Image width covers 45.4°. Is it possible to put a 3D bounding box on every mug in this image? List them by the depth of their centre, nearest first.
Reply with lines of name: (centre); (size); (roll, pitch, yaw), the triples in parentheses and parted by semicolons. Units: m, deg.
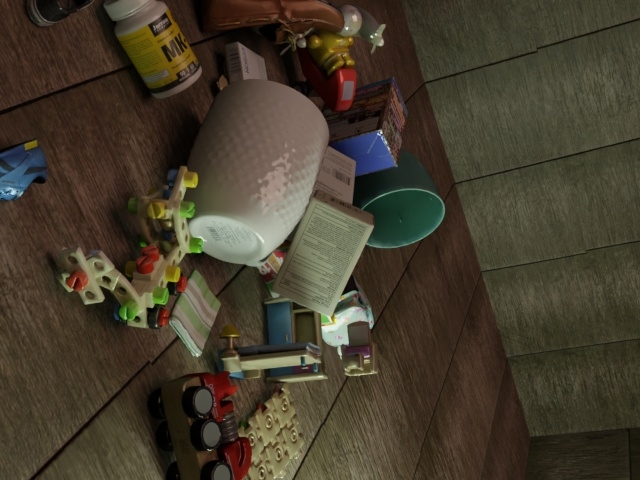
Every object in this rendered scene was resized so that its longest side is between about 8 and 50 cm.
mug: (-0.145, -0.100, 1.659); (0.374, 0.276, 0.328); (80, 22, -53)

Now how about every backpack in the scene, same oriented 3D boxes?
backpack: (0.055, 0.194, 2.022); (0.188, 0.165, 0.144); (54, 11, -50)

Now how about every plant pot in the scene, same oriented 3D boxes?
plant pot: (0.226, -0.157, 2.445); (0.293, 0.293, 0.235); (45, 27, -50)

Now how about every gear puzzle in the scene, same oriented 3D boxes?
gear puzzle: (-0.139, 0.457, 1.658); (0.339, 0.044, 0.175); (-35, 112, -61)

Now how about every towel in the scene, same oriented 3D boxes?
towel: (-0.253, 0.147, 1.570); (0.113, 0.023, 0.152); (62, 29, -32)

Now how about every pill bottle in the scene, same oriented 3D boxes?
pill bottle: (-0.336, -0.401, 1.532); (0.208, 0.119, 0.119); (61, 29, -31)

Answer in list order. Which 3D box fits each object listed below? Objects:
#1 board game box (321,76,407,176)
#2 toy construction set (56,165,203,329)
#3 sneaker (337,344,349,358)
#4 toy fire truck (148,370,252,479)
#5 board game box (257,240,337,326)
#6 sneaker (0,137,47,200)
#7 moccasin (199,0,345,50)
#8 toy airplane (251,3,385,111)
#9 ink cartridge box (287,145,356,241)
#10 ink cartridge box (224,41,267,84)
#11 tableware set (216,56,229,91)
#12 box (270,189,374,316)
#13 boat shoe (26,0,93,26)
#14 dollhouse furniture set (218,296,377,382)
board game box: (0.124, -0.341, 2.354); (0.141, 0.232, 0.291); (61, 30, -34)
toy construction set: (-0.311, 0.025, 1.349); (0.328, 0.151, 0.215); (-49, 148, -51)
sneaker: (0.073, 0.259, 2.158); (0.170, 0.071, 0.068); (67, 27, -21)
toy fire truck: (-0.201, 0.349, 1.476); (0.246, 0.158, 0.217); (-17, 94, -55)
board game box: (-0.061, 0.120, 1.871); (0.259, 0.124, 0.039); (63, 30, -28)
sneaker: (-0.481, -0.090, 1.138); (0.209, 0.069, 0.082); (-45, 123, -62)
moccasin: (-0.113, -0.545, 1.900); (0.380, 0.139, 0.147); (-4, 101, -34)
toy airplane: (0.009, -0.608, 2.175); (0.384, 0.272, 0.386); (39, 55, -26)
ink cartridge box: (-0.024, -0.121, 1.990); (0.197, 0.114, 0.273); (26, 49, -25)
ink cartridge box: (-0.162, -0.364, 1.937); (0.224, 0.045, 0.223); (5, 76, -71)
tableware set: (-0.214, -0.364, 1.891); (0.169, 0.020, 0.141); (-78, 152, -48)
box: (0.006, 0.026, 1.700); (0.127, 0.148, 0.232); (-74, -171, -77)
boat shoe: (-0.441, -0.457, 1.382); (0.080, 0.076, 0.228); (65, 28, -26)
dollhouse furniture set: (-0.048, 0.191, 1.673); (0.303, 0.286, 0.198); (44, 39, -68)
